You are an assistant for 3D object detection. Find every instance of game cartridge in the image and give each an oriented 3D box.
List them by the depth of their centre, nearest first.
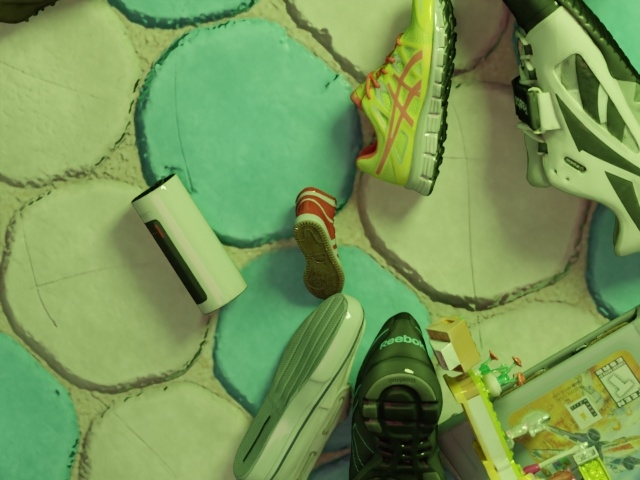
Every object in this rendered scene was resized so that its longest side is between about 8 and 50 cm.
[{"bbox_3d":[0.284,0.194,1.813,0.297,0.062,0.198,-33,95,17],"label":"game cartridge"}]

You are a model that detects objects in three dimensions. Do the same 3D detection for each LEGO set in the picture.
[{"bbox_3d":[0.204,0.192,1.746,0.107,0.132,0.287,-24,78,-1],"label":"LEGO set"}]

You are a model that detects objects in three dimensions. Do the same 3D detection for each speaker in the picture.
[{"bbox_3d":[-0.130,0.002,1.824,0.055,0.055,0.136,-29,100,17],"label":"speaker"}]

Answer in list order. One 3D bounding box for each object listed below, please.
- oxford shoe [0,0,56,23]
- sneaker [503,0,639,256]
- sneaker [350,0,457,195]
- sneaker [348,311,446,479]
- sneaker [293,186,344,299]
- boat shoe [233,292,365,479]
[{"bbox_3d":[-0.273,-0.257,1.764,0.227,0.096,0.083,-9,61,-2],"label":"oxford shoe"},{"bbox_3d":[0.225,-0.123,1.689,0.146,0.122,0.330,-36,97,16],"label":"sneaker"},{"bbox_3d":[0.075,-0.145,1.731,0.094,0.081,0.209,10,108,9],"label":"sneaker"},{"bbox_3d":[0.078,0.186,1.816,0.101,0.106,0.267,4,133,-4],"label":"sneaker"},{"bbox_3d":[0.000,0.000,1.813,0.042,0.067,0.118,-5,136,9],"label":"sneaker"},{"bbox_3d":[-0.006,0.155,1.847,0.075,0.083,0.226,22,112,-26],"label":"boat shoe"}]
